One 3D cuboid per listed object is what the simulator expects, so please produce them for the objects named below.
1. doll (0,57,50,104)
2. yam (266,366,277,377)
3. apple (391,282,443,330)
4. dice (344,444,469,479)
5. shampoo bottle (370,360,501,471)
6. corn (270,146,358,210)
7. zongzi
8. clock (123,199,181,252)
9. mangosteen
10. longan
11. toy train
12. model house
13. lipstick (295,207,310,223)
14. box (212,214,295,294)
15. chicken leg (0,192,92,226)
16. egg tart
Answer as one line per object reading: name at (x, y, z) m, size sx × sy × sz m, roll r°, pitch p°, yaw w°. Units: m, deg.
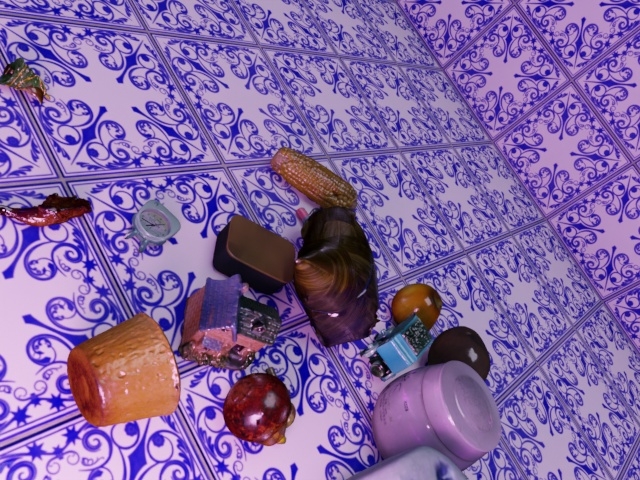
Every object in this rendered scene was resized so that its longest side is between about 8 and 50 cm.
doll at (-0.669, -0.373, 1.429) m, size 0.113 × 0.076 × 0.078 m, roll 21°, pitch 37°, yaw -36°
yam at (-0.099, 0.350, 1.445) m, size 0.021 × 0.021 × 0.116 m, roll -1°, pitch 58°, yaw -47°
apple at (0.302, 0.209, 1.891) m, size 0.163 × 0.147 × 0.146 m, roll 38°, pitch 38°, yaw -20°
dice at (0.163, 0.604, 1.292) m, size 0.262 × 0.268 × 0.264 m, roll -6°, pitch 64°, yaw -48°
shampoo bottle at (0.289, 0.453, 1.562) m, size 0.273 × 0.266 × 0.273 m, roll 29°, pitch 40°, yaw -28°
corn at (-0.011, -0.184, 1.934) m, size 0.322 × 0.119 × 0.119 m, roll 35°, pitch 39°, yaw -22°
zongzi at (0.009, 0.009, 1.570) m, size 0.432 × 0.208 × 0.403 m, roll 58°, pitch 22°, yaw -52°
clock at (-0.397, -0.031, 1.447) m, size 0.101 × 0.041 × 0.135 m, roll 46°, pitch 37°, yaw -7°
mangosteen at (-0.113, 0.363, 1.312) m, size 0.181 × 0.146 × 0.156 m, roll 36°, pitch 36°, yaw -19°
longan at (0.410, 0.357, 1.840) m, size 0.198 × 0.198 × 0.212 m, roll 31°, pitch 28°, yaw -25°
toy train at (0.218, 0.295, 1.712) m, size 0.112 × 0.163 × 0.203 m, roll 53°, pitch 36°, yaw 1°
model house at (-0.189, 0.180, 1.372) m, size 0.183 × 0.172 × 0.166 m, roll 27°, pitch 41°, yaw -30°
lipstick at (0.000, 0.000, 1.842) m, size 0.234 × 0.053 × 0.053 m, roll 53°, pitch 36°, yaw 10°
box at (-0.171, 0.042, 1.582) m, size 0.201 × 0.090 × 0.144 m, roll 28°, pitch 41°, yaw -28°
chicken leg at (-0.571, -0.063, 1.285) m, size 0.093 × 0.053 × 0.205 m, roll 36°, pitch 24°, yaw 20°
egg tart at (-0.360, 0.247, 1.123) m, size 0.147 × 0.202 × 0.202 m, roll -16°, pitch 71°, yaw -42°
